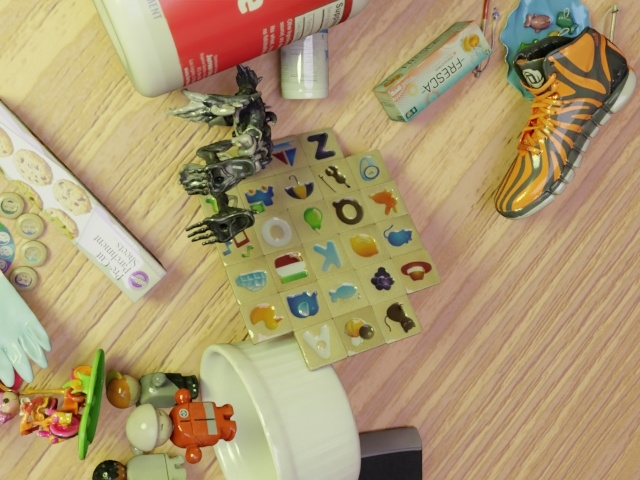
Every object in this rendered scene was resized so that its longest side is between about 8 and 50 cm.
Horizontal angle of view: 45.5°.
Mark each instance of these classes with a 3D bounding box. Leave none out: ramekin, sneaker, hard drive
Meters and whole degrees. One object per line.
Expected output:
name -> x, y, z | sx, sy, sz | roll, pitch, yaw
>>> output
ramekin -> -0.059, 0.263, 1.085 | 0.135, 0.277, 0.277 | -15, 107, -26
sneaker -> 0.347, -0.199, 1.212 | 0.180, 0.124, 0.321 | 36, 87, -28
hard drive -> 0.058, 0.414, 1.276 | 0.255, 0.054, 0.172 | -6, 103, -20

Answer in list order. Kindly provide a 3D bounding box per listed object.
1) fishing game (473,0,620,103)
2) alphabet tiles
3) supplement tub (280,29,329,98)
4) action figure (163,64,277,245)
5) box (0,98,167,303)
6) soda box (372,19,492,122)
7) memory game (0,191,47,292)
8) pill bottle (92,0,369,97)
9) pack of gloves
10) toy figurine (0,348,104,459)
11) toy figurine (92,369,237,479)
fishing game -> 0.378, -0.318, 1.252 | 0.264, 0.041, 0.189 | 3, 101, -20
alphabet tiles -> 0.000, 0.000, 1.077 | 0.285, 0.011, 0.342 | -17, 70, -18
supplement tub -> -0.023, -0.257, 1.089 | 0.071, 0.071, 0.107 | -7, 105, -20
action figure -> -0.130, -0.127, 0.998 | 0.141, 0.275, 0.164 | -3, 127, 4
box -> -0.337, -0.052, 1.012 | 0.067, 0.063, 0.324 | -42, 113, -7
soda box -> 0.173, -0.260, 1.173 | 0.183, 0.058, 0.063 | -39, 113, -9
memory game -> -0.457, 0.012, 1.006 | 0.186, 0.012, 0.186 | -5, 103, -21
pill bottle -> -0.079, -0.354, 0.948 | 0.408, 0.229, 0.229 | -25, 110, -11
pack of gloves -> -0.472, 0.116, 0.964 | 0.195, 0.046, 0.232 | -35, 93, -25
toy figurine -> -0.381, 0.216, 1.015 | 0.159, 0.173, 0.130 | 6, 117, -10
toy figurine -> -0.228, 0.292, 1.050 | 0.148, 0.209, 0.213 | 5, 100, -32
